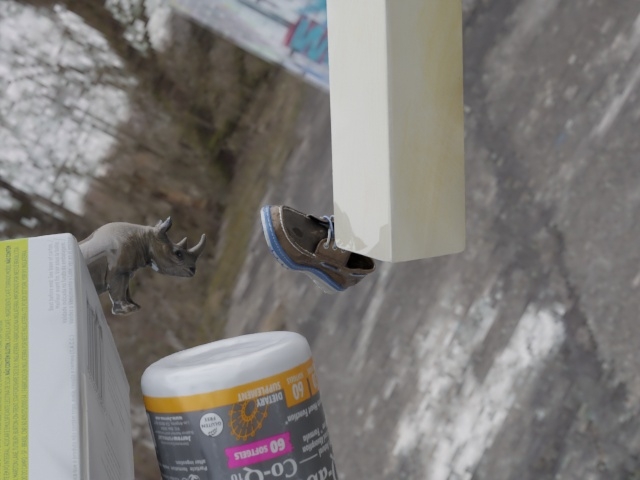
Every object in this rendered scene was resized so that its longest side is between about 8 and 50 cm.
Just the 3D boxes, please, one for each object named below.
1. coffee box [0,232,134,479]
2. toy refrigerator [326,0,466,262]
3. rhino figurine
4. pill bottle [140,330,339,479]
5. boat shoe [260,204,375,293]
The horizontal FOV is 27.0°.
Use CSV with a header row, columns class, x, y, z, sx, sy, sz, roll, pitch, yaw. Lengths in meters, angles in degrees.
class,x,y,z,sx,sy,sz,roll,pitch,yaw
coffee box,-0.362,0.236,1.273,0.337,0.334,0.338,86,176,-57
toy refrigerator,0.073,-0.124,1.233,0.102,0.094,0.269,15,110,58
rhino figurine,-0.240,0.036,1.528,0.243,0.106,0.073,-22,-1,-19
pill bottle,-0.060,0.234,1.228,0.162,0.162,0.278,-129,26,-84
boat shoe,0.000,0.000,1.415,0.066,0.183,0.066,-20,64,20
